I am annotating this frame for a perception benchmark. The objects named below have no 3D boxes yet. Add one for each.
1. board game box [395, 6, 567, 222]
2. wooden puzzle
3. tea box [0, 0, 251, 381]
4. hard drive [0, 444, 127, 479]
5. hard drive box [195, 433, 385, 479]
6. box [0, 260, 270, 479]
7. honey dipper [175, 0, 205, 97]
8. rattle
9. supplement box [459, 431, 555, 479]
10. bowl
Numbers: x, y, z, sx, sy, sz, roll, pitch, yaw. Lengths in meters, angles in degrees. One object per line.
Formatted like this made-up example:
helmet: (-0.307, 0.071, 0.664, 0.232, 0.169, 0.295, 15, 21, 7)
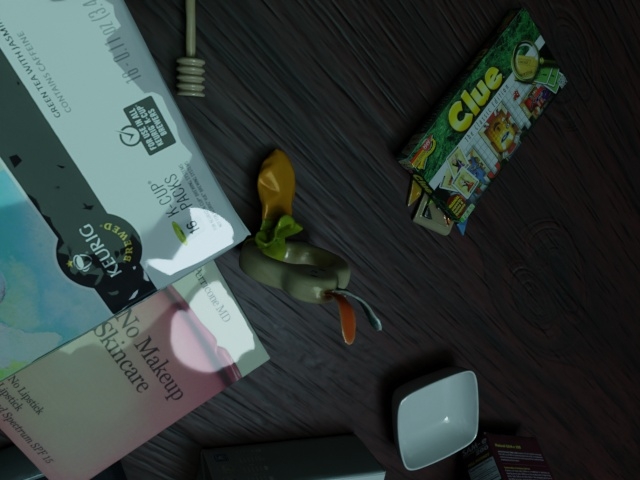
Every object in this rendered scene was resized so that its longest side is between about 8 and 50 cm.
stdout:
board game box: (0.221, -0.164, 0.712, 0.136, 0.030, 0.259, 41, 82, -27)
wooden puzzle: (0.165, -0.049, 0.735, 0.116, 0.014, 0.078, 13, 99, -28)
tea box: (-0.284, -0.083, 0.391, 0.324, 0.220, 0.329, -31, 116, -12)
hard drive: (-0.340, 0.314, 0.577, 0.255, 0.054, 0.172, -17, 111, -20)
hard drive box: (-0.049, 0.369, 0.714, 0.232, 0.089, 0.181, 4, 104, -27)
box: (-0.195, 0.106, 0.544, 0.232, 0.127, 0.148, -32, 116, -14)
honey dipper: (-0.129, -0.226, 0.534, 0.031, 0.030, 0.160, -2, 104, -25)
rattle: (0.000, 0.000, 0.563, 0.130, 0.200, 0.142, 24, 94, -29)
supplement box: (0.318, 0.426, 0.822, 0.130, 0.239, 0.073, 17, 130, -28)
bowl: (0.165, 0.259, 0.804, 0.142, 0.053, 0.142, -16, 111, -22)
